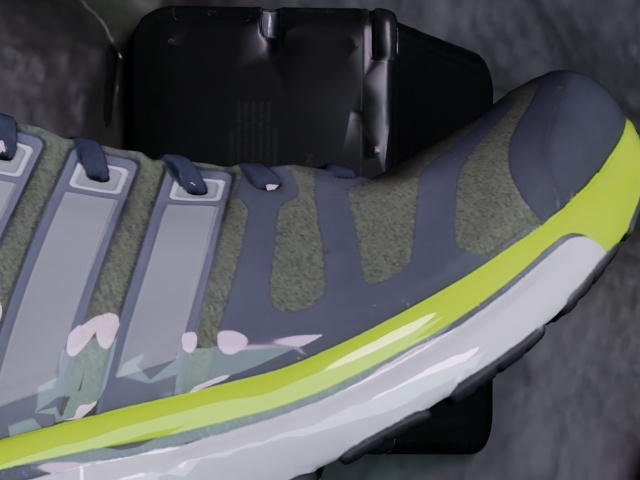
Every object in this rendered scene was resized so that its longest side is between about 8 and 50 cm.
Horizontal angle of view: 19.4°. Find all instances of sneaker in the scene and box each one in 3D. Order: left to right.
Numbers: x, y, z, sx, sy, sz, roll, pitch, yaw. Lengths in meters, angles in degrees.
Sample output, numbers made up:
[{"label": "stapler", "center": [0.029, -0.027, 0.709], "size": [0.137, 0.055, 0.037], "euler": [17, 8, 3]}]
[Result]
[{"label": "sneaker", "center": [-0.054, 0.012, 0.417], "size": [0.300, 0.111, 0.121], "euler": [-24, 85, -27]}]

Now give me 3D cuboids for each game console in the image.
[{"label": "game console", "center": [0.000, 0.000, 0.536], "size": [0.107, 0.071, 0.122], "euler": [0, 83, -1]}]
